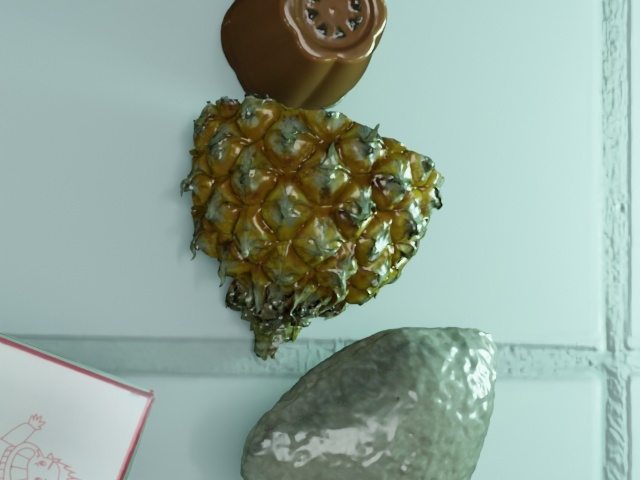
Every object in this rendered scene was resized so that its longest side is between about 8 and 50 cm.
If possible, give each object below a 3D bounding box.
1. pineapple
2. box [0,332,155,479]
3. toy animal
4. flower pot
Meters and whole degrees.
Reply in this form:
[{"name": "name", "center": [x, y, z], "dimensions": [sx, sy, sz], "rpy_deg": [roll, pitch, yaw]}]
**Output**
[{"name": "pineapple", "center": [-0.001, 0.003, 1.714], "dimensions": [0.344, 0.209, 0.286], "rpy_deg": [17, 80, -17]}, {"name": "box", "center": [-0.366, 0.246, 1.512], "dimensions": [0.312, 0.300, 0.314], "rpy_deg": [22, 79, -6]}, {"name": "toy animal", "center": [0.077, 0.230, 1.732], "dimensions": [0.358, 0.188, 0.227], "rpy_deg": [-31, 106, -19]}, {"name": "flower pot", "center": [-0.011, -0.255, 1.754], "dimensions": [0.190, 0.173, 0.191], "rpy_deg": [1, 85, -16]}]
